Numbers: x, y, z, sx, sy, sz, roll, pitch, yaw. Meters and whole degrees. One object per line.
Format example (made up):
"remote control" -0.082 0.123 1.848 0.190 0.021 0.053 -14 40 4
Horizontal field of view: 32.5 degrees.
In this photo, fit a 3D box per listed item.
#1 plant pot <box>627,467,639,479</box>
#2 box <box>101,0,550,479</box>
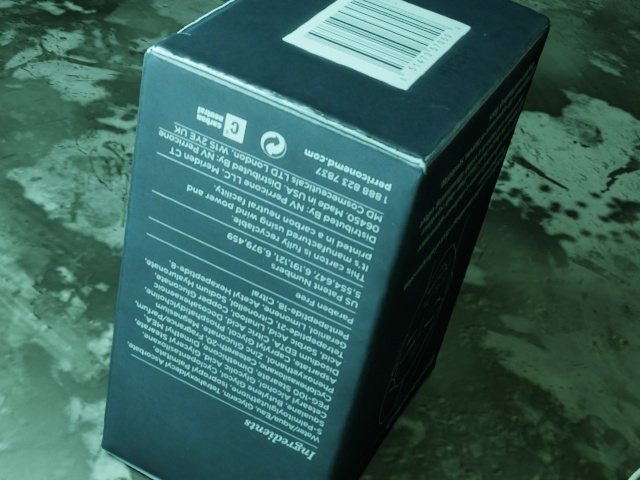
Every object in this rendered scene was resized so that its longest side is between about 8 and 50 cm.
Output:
"plant pot" 0.305 0.311 0.770 0.284 0.191 0.284 10 37 -7
"box" 0.000 0.000 0.909 0.212 0.395 0.293 24 36 15
